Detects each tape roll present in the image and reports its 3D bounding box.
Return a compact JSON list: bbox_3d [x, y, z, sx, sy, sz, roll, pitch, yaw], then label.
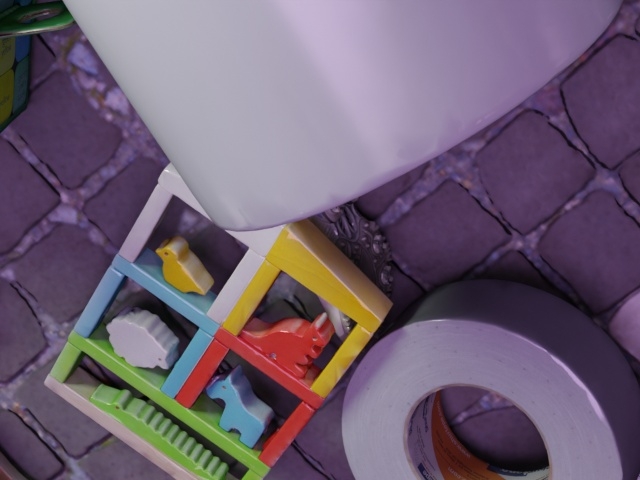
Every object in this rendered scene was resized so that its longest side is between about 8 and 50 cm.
[{"bbox_3d":[0.128,0.141,1.172,0.219,0.072,0.219,12,117,23],"label":"tape roll"}]

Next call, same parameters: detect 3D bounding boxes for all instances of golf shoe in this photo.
[{"bbox_3d":[0.000,0.000,1.188,0.086,0.069,0.176,2,115,37],"label":"golf shoe"}]

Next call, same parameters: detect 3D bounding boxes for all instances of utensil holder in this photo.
[{"bbox_3d":[-0.039,-0.243,0.954,0.328,0.327,0.385,-26,106,17],"label":"utensil holder"}]

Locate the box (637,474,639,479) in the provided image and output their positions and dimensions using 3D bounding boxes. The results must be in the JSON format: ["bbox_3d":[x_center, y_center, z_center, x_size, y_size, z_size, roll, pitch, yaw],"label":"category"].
[{"bbox_3d":[0.284,0.244,1.236,0.186,0.038,0.145,37,112,-4],"label":"box"}]

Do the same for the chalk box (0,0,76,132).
[{"bbox_3d":[-0.302,-0.160,1.102,0.289,0.180,0.179,10,111,7],"label":"chalk box"}]

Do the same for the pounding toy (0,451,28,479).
[{"bbox_3d":[-0.300,0.236,1.262,0.154,0.155,0.269,-9,109,17],"label":"pounding toy"}]

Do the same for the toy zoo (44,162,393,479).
[{"bbox_3d":[-0.074,0.065,1.184,0.192,0.030,0.293,36,126,1],"label":"toy zoo"}]
